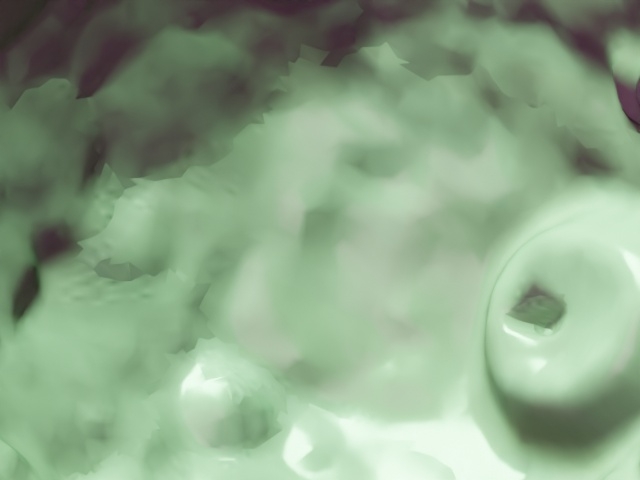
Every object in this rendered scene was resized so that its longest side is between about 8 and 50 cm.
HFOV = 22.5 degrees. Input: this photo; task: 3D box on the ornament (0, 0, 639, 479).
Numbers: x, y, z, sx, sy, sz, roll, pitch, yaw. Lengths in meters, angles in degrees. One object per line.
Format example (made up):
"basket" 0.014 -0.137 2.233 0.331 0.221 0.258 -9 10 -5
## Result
"ornament" 0.000 0.000 0.606 0.337 0.337 0.337 -3 97 -26
